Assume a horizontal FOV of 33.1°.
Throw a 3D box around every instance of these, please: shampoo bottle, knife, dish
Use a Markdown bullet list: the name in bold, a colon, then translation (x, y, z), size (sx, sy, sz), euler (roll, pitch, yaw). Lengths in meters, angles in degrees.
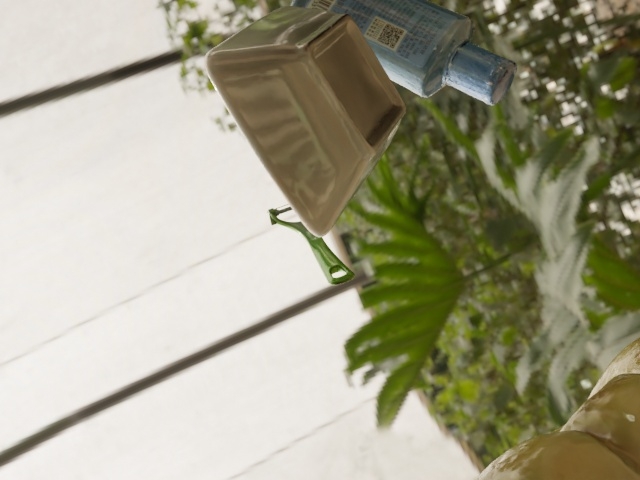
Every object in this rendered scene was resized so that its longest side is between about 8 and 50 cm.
- **shampoo bottle**: translation (0.092, -0.222, 1.180), size (0.258, 0.104, 0.061), euler (31, 167, 23)
- **knife**: translation (0.001, 0.002, 1.209), size (0.166, 0.078, 0.022), euler (-122, 11, -48)
- **dish**: translation (0.011, -0.116, 0.828), size (0.154, 0.064, 0.234), euler (57, -155, -12)

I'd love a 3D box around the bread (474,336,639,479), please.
- **bread**: translation (0.222, 0.217, 0.608), size (0.300, 0.341, 0.210), euler (42, 136, 15)
